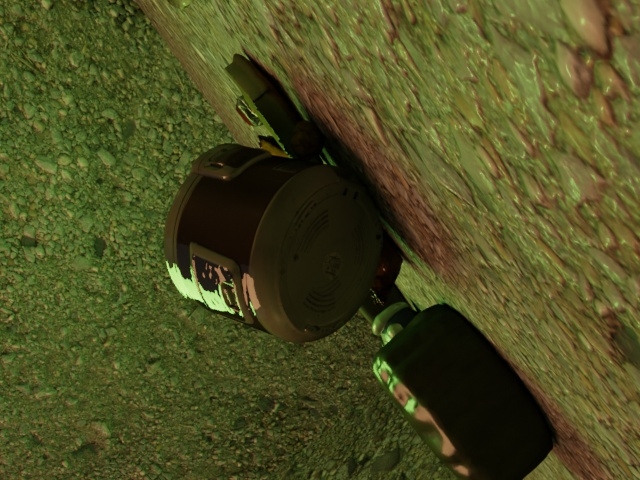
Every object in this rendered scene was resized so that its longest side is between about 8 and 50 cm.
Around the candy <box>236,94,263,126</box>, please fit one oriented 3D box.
[{"bbox_3d":[-0.161,-0.310,1.767,0.086,0.059,0.292,52,177,-13],"label":"candy"}]

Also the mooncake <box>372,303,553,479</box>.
[{"bbox_3d":[0.257,0.305,1.401,0.356,0.194,0.356,54,176,5],"label":"mooncake"}]

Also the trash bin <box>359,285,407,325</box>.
[{"bbox_3d":[0.105,0.102,1.934,0.240,0.122,0.164,52,177,-25],"label":"trash bin"}]

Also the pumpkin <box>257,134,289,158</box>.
[{"bbox_3d":[-0.038,-0.137,1.738,0.130,0.149,0.254,-24,-78,-63],"label":"pumpkin"}]

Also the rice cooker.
[{"bbox_3d":[-0.096,0.000,1.344,0.325,0.335,0.335,16,152,40],"label":"rice cooker"}]

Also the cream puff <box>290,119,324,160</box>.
[{"bbox_3d":[-0.022,-0.180,1.351,0.058,0.083,0.083,8,157,3],"label":"cream puff"}]

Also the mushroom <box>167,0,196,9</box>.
[{"bbox_3d":[-0.270,-0.497,1.489,0.059,0.054,0.202,48,173,-21],"label":"mushroom"}]

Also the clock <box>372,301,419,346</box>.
[{"bbox_3d":[0.223,0.260,1.767,0.199,0.146,0.243,49,-176,-40],"label":"clock"}]

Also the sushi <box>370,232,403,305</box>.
[{"bbox_3d":[0.061,0.021,1.515,0.287,0.140,0.149,52,170,20],"label":"sushi"}]

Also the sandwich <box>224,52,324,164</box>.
[{"bbox_3d":[-0.091,-0.251,1.520,0.245,0.063,0.212,57,178,-42],"label":"sandwich"}]
